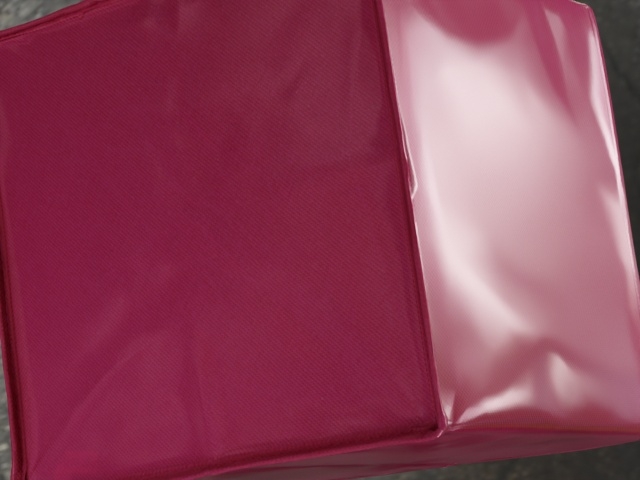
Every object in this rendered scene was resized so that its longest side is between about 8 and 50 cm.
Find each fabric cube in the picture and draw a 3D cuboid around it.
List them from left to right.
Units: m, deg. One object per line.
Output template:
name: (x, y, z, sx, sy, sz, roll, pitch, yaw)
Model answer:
fabric cube: (0.000, 0.000, 0.888, 0.258, 0.259, 0.254, 7, 73, -57)
